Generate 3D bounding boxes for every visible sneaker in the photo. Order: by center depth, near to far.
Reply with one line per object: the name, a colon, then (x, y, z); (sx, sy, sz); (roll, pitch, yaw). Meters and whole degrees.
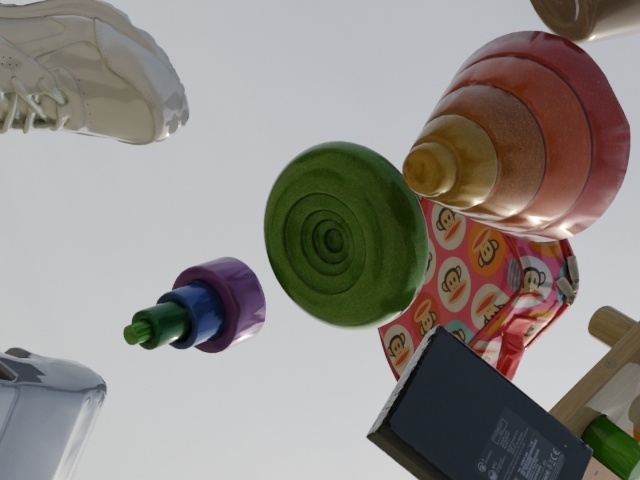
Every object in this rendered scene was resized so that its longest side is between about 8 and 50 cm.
sneaker: (-0.191, -0.088, 0.598); (0.232, 0.115, 0.090); (17, -42, 14)

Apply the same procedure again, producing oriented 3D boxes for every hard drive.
hard drive: (0.104, 0.129, 0.665); (0.135, 0.094, 0.022); (40, -36, -5)

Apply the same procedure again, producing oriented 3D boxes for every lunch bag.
lunch bag: (0.175, 0.060, 1.247); (0.293, 0.120, 0.258); (-55, -137, 44)

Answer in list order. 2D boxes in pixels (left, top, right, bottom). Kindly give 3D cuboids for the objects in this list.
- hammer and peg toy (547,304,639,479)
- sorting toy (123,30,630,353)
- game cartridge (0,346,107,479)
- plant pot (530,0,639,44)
hammer and peg toy: (0.317, 0.187, 1.025); (0.127, 0.361, 0.266); (37, -17, 44)
sorting toy: (0.000, 0.000, 0.627); (0.366, 0.126, 0.127); (-28, -96, 39)
game cartridge: (-0.202, 0.116, 0.305); (0.062, 0.297, 0.198); (19, -90, 32)
plant pot: (0.384, -0.355, 1.296); (0.263, 0.229, 0.263); (58, -11, 18)
